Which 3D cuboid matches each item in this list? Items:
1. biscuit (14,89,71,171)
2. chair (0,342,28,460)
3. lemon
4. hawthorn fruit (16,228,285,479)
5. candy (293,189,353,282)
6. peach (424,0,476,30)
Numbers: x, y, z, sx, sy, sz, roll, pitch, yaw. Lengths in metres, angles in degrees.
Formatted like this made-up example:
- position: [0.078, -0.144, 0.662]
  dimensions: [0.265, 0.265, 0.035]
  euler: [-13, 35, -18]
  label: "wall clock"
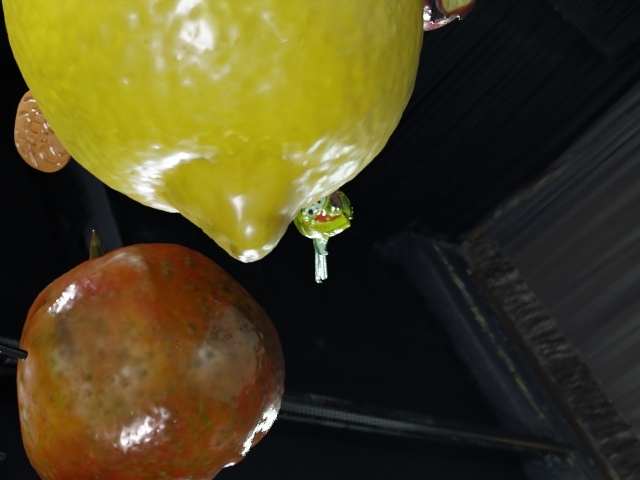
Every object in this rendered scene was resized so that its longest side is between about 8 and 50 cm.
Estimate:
- position: [-0.279, -0.111, 0.895]
  dimensions: [0.078, 0.091, 0.015]
  euler: [22, -152, 9]
  label: "biscuit"
- position: [-0.462, 0.143, 0.903]
  dimensions: [0.260, 0.154, 0.141]
  euler: [31, -125, -47]
  label: "chair"
- position: [-0.046, -0.110, 0.383]
  dimensions: [0.187, 0.187, 0.244]
  euler: [6, -106, -55]
  label: "lemon"
- position: [-0.259, 0.170, 1.267]
  dimensions: [0.403, 0.403, 0.403]
  euler: [36, -154, -20]
  label: "hawthorn fruit"
- position: [0.001, -0.003, 1.140]
  dimensions: [0.262, 0.073, 0.077]
  euler: [88, 158, -65]
  label: "candy"
- position: [0.151, -0.520, 1.423]
  dimensions: [0.201, 0.362, 0.257]
  euler: [10, 180, 27]
  label: "peach"
